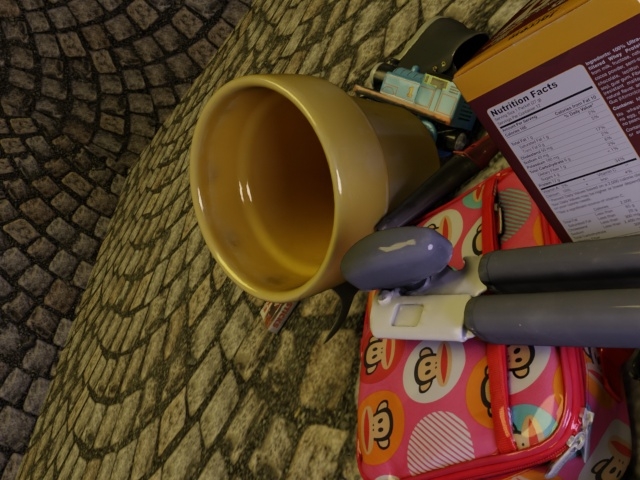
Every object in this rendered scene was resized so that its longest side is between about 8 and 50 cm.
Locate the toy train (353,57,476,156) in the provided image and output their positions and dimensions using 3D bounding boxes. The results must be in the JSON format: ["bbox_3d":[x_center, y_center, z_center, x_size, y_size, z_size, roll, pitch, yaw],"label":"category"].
[{"bbox_3d":[0.127,-0.182,0.865,0.184,0.080,0.105,30,108,36],"label":"toy train"}]

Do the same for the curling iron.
[{"bbox_3d":[0.165,-0.090,0.675,0.274,0.035,0.068,-35,-2,-11],"label":"curling iron"}]

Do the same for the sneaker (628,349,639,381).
[{"bbox_3d":[0.257,0.068,0.441,0.098,0.069,0.038,-55,27,13],"label":"sneaker"}]

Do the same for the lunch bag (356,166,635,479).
[{"bbox_3d":[0.158,0.083,0.566,0.258,0.120,0.293,-31,37,39],"label":"lunch bag"}]

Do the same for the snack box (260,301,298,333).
[{"bbox_3d":[-0.039,0.065,1.043,0.178,0.022,0.064,-56,25,10],"label":"snack box"}]

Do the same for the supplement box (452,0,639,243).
[{"bbox_3d":[0.233,-0.105,0.447,0.191,0.194,0.129,-46,15,-33],"label":"supplement box"}]

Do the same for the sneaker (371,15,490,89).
[{"bbox_3d":[0.146,-0.222,0.928,0.222,0.083,0.118,-58,30,12],"label":"sneaker"}]

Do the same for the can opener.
[{"bbox_3d":[0.122,0.029,0.455,0.284,0.095,0.075,-10,51,52],"label":"can opener"}]

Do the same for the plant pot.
[{"bbox_3d":[0.010,-0.076,0.771,0.254,0.239,0.253,16,114,41],"label":"plant pot"}]

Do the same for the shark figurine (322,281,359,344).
[{"bbox_3d":[0.024,0.015,0.932,0.116,0.166,0.278,107,148,-41],"label":"shark figurine"}]
